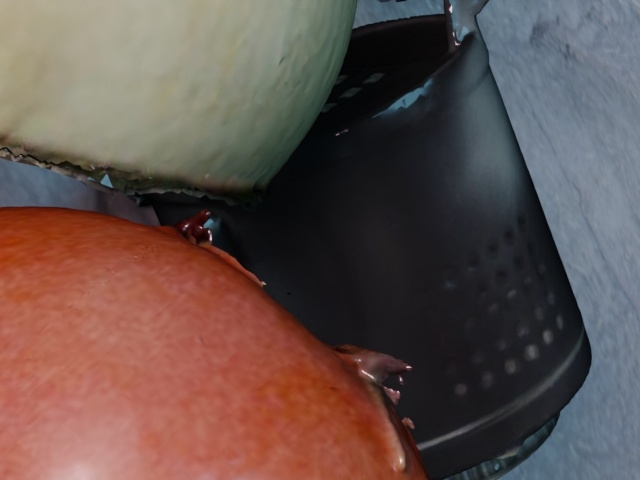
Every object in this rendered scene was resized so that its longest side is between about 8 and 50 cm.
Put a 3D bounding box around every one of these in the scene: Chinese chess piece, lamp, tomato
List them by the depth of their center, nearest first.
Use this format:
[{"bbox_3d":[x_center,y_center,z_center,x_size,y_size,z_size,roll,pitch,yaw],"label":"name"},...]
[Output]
[{"bbox_3d":[-0.102,0.166,0.707,0.273,0.341,0.341,-46,111,-36],"label":"tomato"},{"bbox_3d":[-0.157,-0.125,0.777,0.349,0.349,0.146,9,100,-51],"label":"Chinese chess piece"},{"bbox_3d":[0.035,0.007,1.040,0.272,0.205,0.374,50,64,-28],"label":"lamp"}]

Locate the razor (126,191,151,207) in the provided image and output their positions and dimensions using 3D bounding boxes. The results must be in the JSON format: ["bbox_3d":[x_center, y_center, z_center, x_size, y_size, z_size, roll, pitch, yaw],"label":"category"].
[{"bbox_3d":[-0.110,-0.115,1.093,0.066,0.033,0.190,-12,82,-56],"label":"razor"}]

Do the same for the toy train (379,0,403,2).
[{"bbox_3d":[0.014,-0.313,1.259,0.307,0.173,0.249,62,26,-8],"label":"toy train"}]
